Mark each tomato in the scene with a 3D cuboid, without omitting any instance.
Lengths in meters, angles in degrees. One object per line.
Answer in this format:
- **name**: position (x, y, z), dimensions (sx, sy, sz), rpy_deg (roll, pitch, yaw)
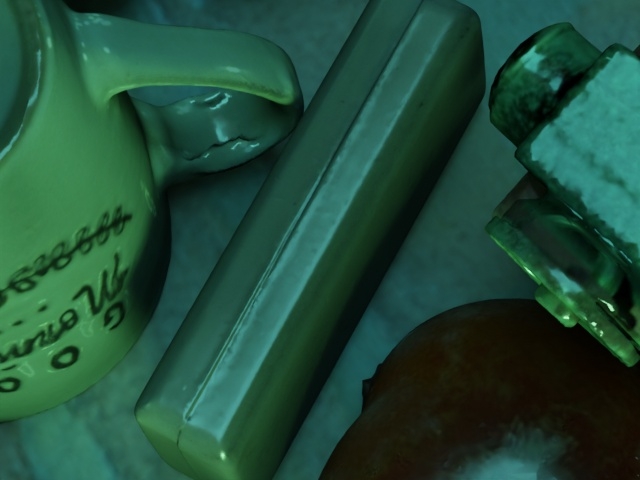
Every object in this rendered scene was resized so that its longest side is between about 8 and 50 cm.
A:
- **tomato**: position (0.093, 0.128, 0.883), dimensions (0.199, 0.112, 0.228), rpy_deg (21, 77, 5)

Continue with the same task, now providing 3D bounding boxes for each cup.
- **cup**: position (-0.131, -0.046, 0.877), dimensions (0.258, 0.234, 0.186), rpy_deg (-19, 74, -7)

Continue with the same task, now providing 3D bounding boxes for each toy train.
- **toy train**: position (0.200, 0.029, 0.852), dimensions (0.304, 0.221, 0.150), rpy_deg (44, 95, 14)

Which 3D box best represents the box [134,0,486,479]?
- **box**: position (0.000, 0.000, 0.925), dimensions (0.055, 0.103, 0.244), rpy_deg (26, 75, 14)
